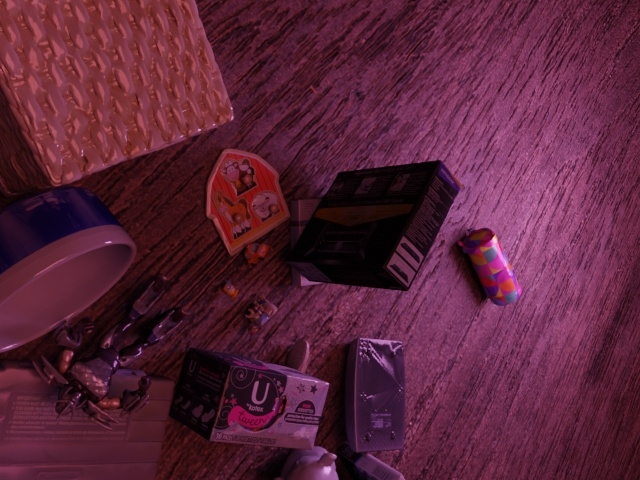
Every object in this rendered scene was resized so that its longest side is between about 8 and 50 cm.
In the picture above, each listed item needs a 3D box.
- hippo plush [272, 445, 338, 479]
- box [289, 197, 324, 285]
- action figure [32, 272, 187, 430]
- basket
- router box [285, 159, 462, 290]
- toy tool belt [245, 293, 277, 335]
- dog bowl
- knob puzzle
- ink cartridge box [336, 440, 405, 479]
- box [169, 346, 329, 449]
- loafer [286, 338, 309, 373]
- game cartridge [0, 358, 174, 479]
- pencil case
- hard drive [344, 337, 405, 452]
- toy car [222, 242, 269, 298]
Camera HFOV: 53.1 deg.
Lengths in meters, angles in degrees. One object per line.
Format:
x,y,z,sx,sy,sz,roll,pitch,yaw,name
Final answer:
-0.016,0.565,1.324,0.234,0.294,0.237,-36,97,0,hippo plush
0.000,0.000,1.412,0.145,0.038,0.186,-5,97,-39,box
-0.340,0.183,1.055,0.185,0.099,0.285,54,40,-16,action figure
-0.356,-0.272,0.954,0.328,0.266,0.332,-29,109,-34,basket
0.097,-0.030,1.265,0.081,0.308,0.243,42,68,-29,router box
-0.131,0.151,1.310,0.051,0.052,0.083,45,57,2,toy tool belt
-0.406,0.044,0.923,0.265,0.265,0.104,-34,81,-33,dog bowl
-0.151,-0.094,1.285,0.213,0.030,0.213,-3,95,-39,knob puzzle
0.148,0.574,1.460,0.045,0.206,0.208,-41,116,-24,ink cartridge box
-0.132,0.305,1.236,0.247,0.163,0.142,19,82,-39,box
-0.050,0.276,1.388,0.039,0.045,0.125,24,84,-55,loafer
-0.428,0.321,1.061,0.355,0.068,0.230,16,78,-40,game cartridge
0.473,0.072,1.776,0.104,0.104,0.236,-48,118,-27,pencil case
0.127,0.361,1.505,0.172,0.054,0.255,12,74,-40,hard drive
-0.151,0.054,1.277,0.040,0.060,0.122,39,65,-16,toy car
